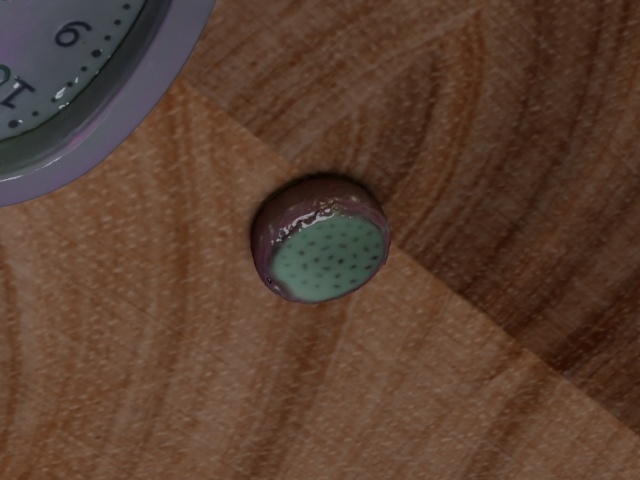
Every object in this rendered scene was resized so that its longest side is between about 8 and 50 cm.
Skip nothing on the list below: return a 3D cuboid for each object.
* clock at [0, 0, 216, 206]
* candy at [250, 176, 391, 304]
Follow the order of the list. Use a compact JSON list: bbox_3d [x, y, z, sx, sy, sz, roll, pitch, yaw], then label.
[{"bbox_3d":[-0.222,-0.167,1.013,0.338,0.102,0.338,-11,136,-11],"label":"clock"},{"bbox_3d":[0.000,0.000,1.307,0.103,0.043,0.103,-10,137,-10],"label":"candy"}]
